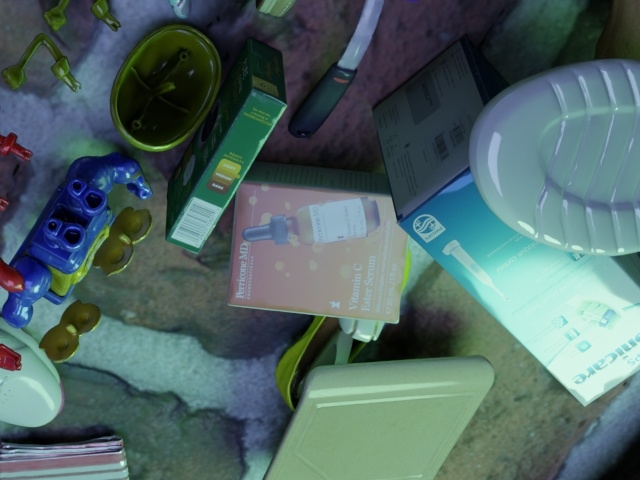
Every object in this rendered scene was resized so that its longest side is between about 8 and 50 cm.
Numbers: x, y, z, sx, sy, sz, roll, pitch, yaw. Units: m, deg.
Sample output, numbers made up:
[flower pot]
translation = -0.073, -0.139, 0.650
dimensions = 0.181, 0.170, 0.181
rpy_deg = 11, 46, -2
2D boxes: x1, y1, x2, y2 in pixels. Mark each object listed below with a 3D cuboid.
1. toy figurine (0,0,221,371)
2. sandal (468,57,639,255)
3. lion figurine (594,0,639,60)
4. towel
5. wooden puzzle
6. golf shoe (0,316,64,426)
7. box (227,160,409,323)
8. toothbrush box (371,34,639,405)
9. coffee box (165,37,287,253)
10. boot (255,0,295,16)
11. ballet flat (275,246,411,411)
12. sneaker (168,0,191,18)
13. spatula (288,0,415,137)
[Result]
[toy figurine]
translation = -0.254, -0.044, 1.397
dimensions = 0.191, 0.217, 0.362
rpy_deg = 29, 73, -6
[sandal]
translation = 0.299, -0.084, 1.282
dimensions = 0.416, 0.102, 0.169
rpy_deg = -6, 106, -25
[lion figurine]
translation = 0.307, -0.231, 1.304
dimensions = 0.240, 0.142, 0.392
rpy_deg = -13, 117, -13
[towel]
translation = -0.289, 0.304, 1.680
dimensions = 0.144, 0.029, 0.197
rpy_deg = -3, 126, -3
[wooden puzzle]
translation = 0.054, 0.211, 1.598
dimensions = 0.221, 0.044, 0.238
rpy_deg = -2, 135, -23
[golf shoe]
translation = -0.391, 0.120, 1.482
dimensions = 0.306, 0.140, 0.115
rpy_deg = 38, 111, -27
[box]
translation = 0.000, 0.000, 1.435
dimensions = 0.170, 0.091, 0.130
rpy_deg = 5, 106, 0
[toothbrush box]
translation = 0.196, -0.018, 1.397
dimensions = 0.126, 0.216, 0.295
rpy_deg = -36, 118, 17
[coffee box]
translation = -0.091, -0.089, 1.387
dimensions = 0.040, 0.113, 0.184
rpy_deg = 23, 117, -18
[boot]
translation = 0.056, -0.258, 1.313
dimensions = 0.165, 0.077, 0.213
rpy_deg = 28, 116, -24
[ballet flat]
translation = 0.027, 0.096, 1.539
dimensions = 0.077, 0.077, 0.231
rpy_deg = 26, 117, -19
[sneaker]
translation = -0.108, -0.250, 1.323
dimensions = 0.069, 0.038, 0.098
rpy_deg = -8, 124, 1
[spatula]
translation = 0.031, -0.178, 1.329
dimensions = 0.084, 0.030, 0.296
rpy_deg = 11, 143, -20
